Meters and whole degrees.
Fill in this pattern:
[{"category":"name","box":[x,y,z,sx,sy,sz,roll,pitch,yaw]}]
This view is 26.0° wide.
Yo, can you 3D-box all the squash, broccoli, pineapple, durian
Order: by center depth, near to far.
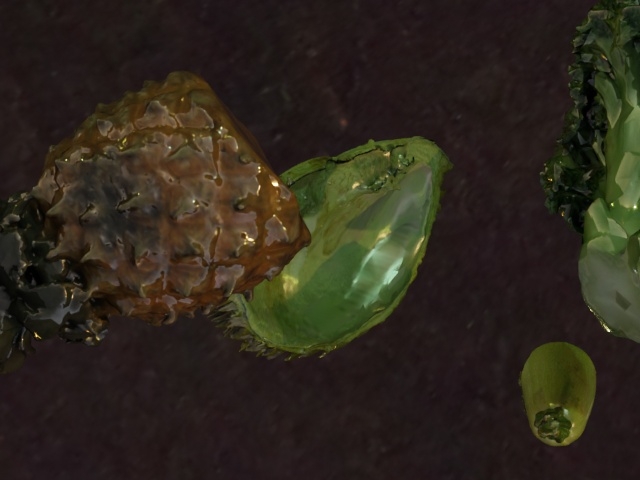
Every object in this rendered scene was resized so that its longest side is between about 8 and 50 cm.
[{"category":"pineapple","box":[-0.127,0.018,0.621,0.237,0.119,0.111,-31,74,-1]},{"category":"broccoli","box":[0.282,-0.041,0.997,0.308,0.275,0.308,33,140,33]},{"category":"durian","box":[0.005,0.010,1.348,0.198,0.394,0.163,-39,75,35]},{"category":"squash","box":[0.262,0.189,1.549,0.090,0.200,0.075,30,115,2]}]
